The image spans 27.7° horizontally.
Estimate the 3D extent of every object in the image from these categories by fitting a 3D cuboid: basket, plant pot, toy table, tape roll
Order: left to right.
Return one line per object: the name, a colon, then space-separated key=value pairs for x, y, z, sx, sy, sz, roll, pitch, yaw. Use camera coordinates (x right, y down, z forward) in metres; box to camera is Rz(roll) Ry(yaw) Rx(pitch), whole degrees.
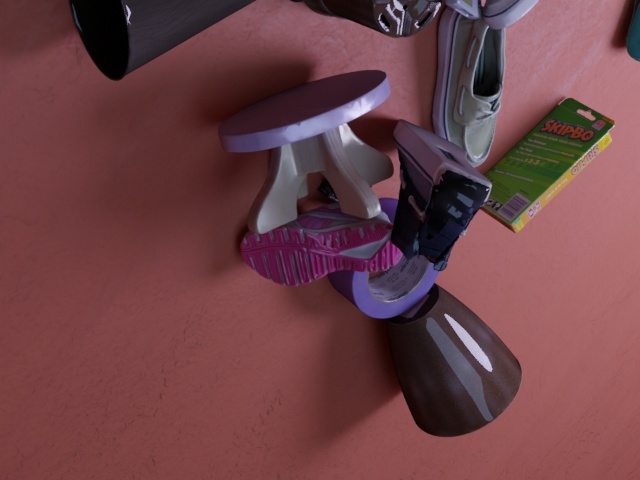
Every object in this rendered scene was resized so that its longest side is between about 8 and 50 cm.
basket: x=-0.190 y=-0.335 z=1.662 sx=0.227 sy=0.154 sz=0.204 roll=-28 pitch=144 yaw=-26
toy table: x=-0.006 y=-0.128 z=1.881 sx=0.274 sy=0.252 sz=0.161 roll=-20 pitch=112 yaw=-18
plant pot: x=0.079 y=-0.370 z=1.832 sx=0.167 sy=0.165 sz=0.167 roll=-20 pitch=127 yaw=-28
tape roll: x=0.109 y=0.029 z=2.163 sx=0.189 sy=0.080 sz=0.189 roll=-19 pitch=127 yaw=-28
plant pot: x=0.207 y=0.188 z=2.271 sx=0.215 sy=0.215 sz=0.230 roll=-40 pitch=121 yaw=-11

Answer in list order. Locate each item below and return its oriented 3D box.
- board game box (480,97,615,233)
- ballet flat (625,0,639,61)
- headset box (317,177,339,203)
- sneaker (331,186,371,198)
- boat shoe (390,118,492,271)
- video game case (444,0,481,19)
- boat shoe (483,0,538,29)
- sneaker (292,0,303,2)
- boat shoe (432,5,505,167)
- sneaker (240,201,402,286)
board game box: x=0.383 y=-0.134 z=2.241 sx=0.259 sy=0.124 sz=0.039 roll=-45 pitch=136 yaw=-6
ballet flat: x=0.591 y=-0.434 z=2.259 sx=0.087 sy=0.083 sz=0.247 roll=-29 pitch=136 yaw=-53
headset box: x=0.044 y=-0.099 z=2.067 sx=0.062 sy=0.032 sz=0.083 roll=27 pitch=100 yaw=-44
sneaker: x=0.065 y=-0.087 z=2.003 sx=0.069 sy=0.098 sz=0.038 roll=-36 pitch=117 yaw=-18
boat shoe: x=0.152 y=-0.073 z=1.976 sx=0.127 sy=0.340 sz=0.158 roll=24 pitch=104 yaw=-11
video game case: x=0.202 y=-0.432 z=1.859 sx=0.193 sy=0.023 sz=0.212 roll=-10 pitch=99 yaw=-73
boat shoe: x=0.305 y=-0.438 z=1.975 sx=0.088 sy=0.096 sz=0.267 roll=46 pitch=63 yaw=-30
sneaker: x=-0.051 y=-0.537 z=1.602 sx=0.257 sy=0.169 sz=0.447 roll=17 pitch=83 yaw=-36
boat shoe: x=0.245 y=-0.238 z=2.090 sx=0.109 sy=0.094 sz=0.302 roll=-26 pitch=129 yaw=-23
sneaker: x=0.000 y=0.000 z=2.033 sx=0.252 sy=0.111 sz=0.103 roll=-3 pitch=116 yaw=-3
